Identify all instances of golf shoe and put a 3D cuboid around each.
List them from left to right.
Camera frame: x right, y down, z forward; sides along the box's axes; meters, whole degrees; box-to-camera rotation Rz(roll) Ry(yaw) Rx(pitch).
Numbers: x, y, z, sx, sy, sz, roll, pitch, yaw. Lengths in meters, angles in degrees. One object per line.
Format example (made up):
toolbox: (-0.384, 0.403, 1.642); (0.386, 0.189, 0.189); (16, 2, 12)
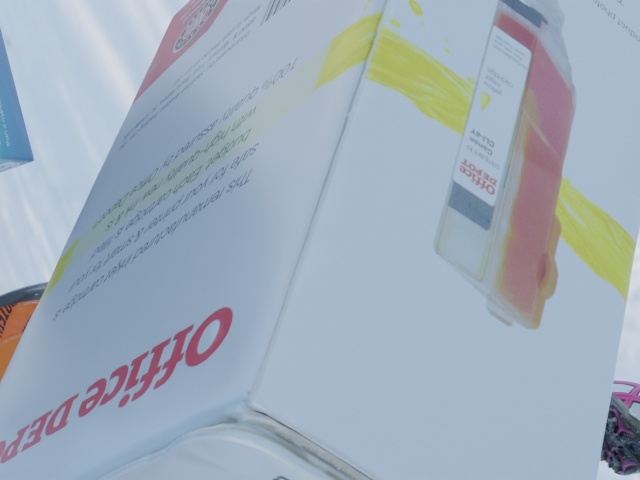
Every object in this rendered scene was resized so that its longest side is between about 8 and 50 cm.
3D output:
golf shoe: (0.264, 0.147, 1.110); (0.186, 0.086, 0.067); (-145, 44, -70)

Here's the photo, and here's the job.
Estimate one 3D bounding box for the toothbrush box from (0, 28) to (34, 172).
toothbrush box: (-0.350, -0.147, 1.029); (0.295, 0.126, 0.216); (1, -107, -71)

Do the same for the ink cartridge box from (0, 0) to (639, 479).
ink cartridge box: (0.000, 0.000, 0.678); (0.160, 0.384, 0.279); (35, 140, -21)

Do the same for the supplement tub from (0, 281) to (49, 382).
supplement tub: (-0.157, 0.139, 0.985); (0.338, 0.207, 0.207); (95, 153, -81)
